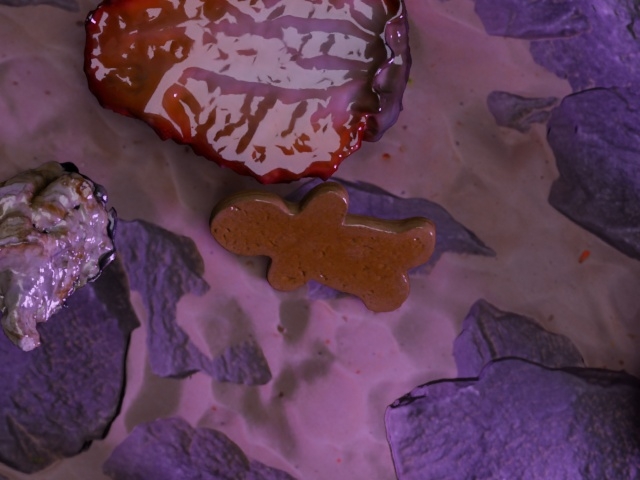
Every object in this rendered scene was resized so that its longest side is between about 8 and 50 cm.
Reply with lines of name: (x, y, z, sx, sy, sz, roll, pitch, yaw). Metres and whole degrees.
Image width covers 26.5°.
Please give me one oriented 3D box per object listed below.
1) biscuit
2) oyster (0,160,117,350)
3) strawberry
biscuit: (0.000, -0.001, 1.428, 0.240, 0.158, 0.035, 18, 40, -18)
oyster: (-0.280, 0.014, 1.367, 0.163, 0.081, 0.191, -4, 92, -21)
strawberry: (-0.074, -0.199, 1.413, 0.336, 0.149, 0.265, 1, 101, -6)
